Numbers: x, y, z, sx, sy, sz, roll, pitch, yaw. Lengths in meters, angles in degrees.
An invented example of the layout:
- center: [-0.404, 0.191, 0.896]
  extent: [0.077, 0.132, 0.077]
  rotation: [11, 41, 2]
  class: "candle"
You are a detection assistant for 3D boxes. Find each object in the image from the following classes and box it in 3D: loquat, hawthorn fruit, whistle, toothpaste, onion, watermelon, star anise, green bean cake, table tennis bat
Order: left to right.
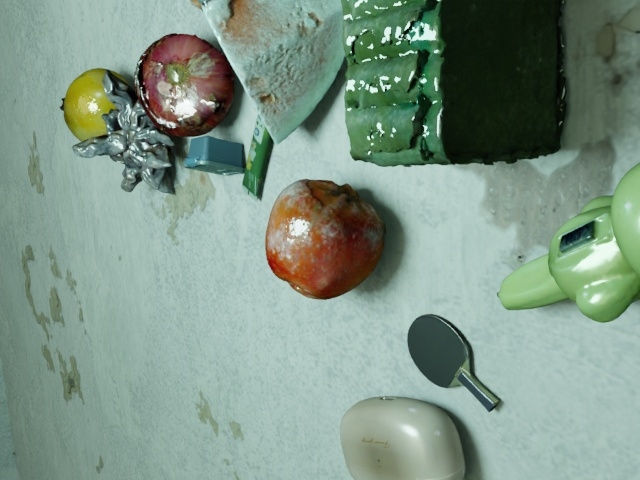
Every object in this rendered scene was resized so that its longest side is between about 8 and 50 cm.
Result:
- center: [-0.465, -0.278, 1.296]
  extent: [0.204, 0.149, 0.172]
  rotation: [30, 121, 20]
  class: "loquat"
- center: [-0.362, -0.207, 1.201]
  extent: [0.212, 0.129, 0.283]
  rotation: [31, 114, 3]
  class: "star anise"
- center: [-0.231, -0.272, 1.064]
  extent: [0.183, 0.147, 0.184]
  rotation: [2, 100, 11]
  class: "onion"
- center: [-0.097, -0.280, 0.848]
  extent: [0.319, 0.213, 0.290]
  rotation: [12, 110, 33]
  class: "watermelon"
- center: [-0.102, -0.163, 1.017]
  extent: [0.049, 0.031, 0.204]
  rotation: [42, 129, 33]
  class: "toothpaste"
- center: [0.000, 0.000, 0.851]
  extent: [0.172, 0.172, 0.173]
  rotation: [14, 110, 45]
  class: "hawthorn fruit"
- center: [0.176, 0.166, 0.812]
  extent: [0.158, 0.014, 0.095]
  rotation: [45, 128, 33]
  class: "table tennis bat"
- center: [0.135, -0.198, 0.597]
  extent: [0.132, 0.241, 0.255]
  rotation: [4, 103, 51]
  class: "green bean cake"
- center: [0.302, 0.016, 0.581]
  extent: [0.141, 0.141, 0.294]
  rotation: [61, 154, 17]
  class: "whistle"

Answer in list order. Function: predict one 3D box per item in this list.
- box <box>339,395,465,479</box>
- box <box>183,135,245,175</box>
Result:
- center: [0.112, 0.296, 0.857]
  extent: [0.200, 0.088, 0.146]
  rotation: [-12, 89, 49]
  class: "box"
- center: [-0.186, -0.150, 1.066]
  extent: [0.074, 0.099, 0.054]
  rotation: [4, 87, 47]
  class: "box"
